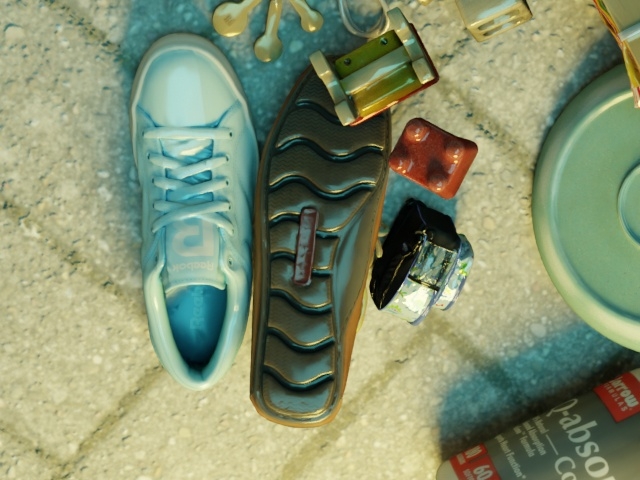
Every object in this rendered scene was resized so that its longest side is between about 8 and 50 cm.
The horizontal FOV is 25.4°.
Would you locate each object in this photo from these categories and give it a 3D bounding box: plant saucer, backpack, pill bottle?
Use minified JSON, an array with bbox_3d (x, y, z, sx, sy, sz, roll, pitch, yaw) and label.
[{"bbox_3d":[0.357,-0.036,1.444,0.317,0.043,0.318,1,93,29],"label":"plant saucer"},{"bbox_3d":[0.107,0.031,1.504,0.084,0.105,0.114,25,107,-15],"label":"backpack"},{"bbox_3d":[0.328,0.266,1.563,0.363,0.210,0.210,-27,111,1],"label":"pill bottle"}]

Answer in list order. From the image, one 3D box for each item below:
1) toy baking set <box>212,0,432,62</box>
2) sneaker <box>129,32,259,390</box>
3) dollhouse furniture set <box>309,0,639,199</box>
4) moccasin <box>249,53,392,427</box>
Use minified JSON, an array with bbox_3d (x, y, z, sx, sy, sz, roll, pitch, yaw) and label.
[{"bbox_3d":[-0.012,-0.286,1.418,0.256,0.030,0.197,-12,113,-3],"label":"toy baking set"},{"bbox_3d":[-0.119,-0.019,1.430,0.135,0.150,0.366,-7,110,-6],"label":"sneaker"},{"bbox_3d":[0.206,-0.166,1.358,0.374,0.152,0.201,-27,85,12],"label":"dollhouse furniture set"},{"bbox_3d":[0.003,0.000,1.456,0.139,0.147,0.380,2,89,0],"label":"moccasin"}]
